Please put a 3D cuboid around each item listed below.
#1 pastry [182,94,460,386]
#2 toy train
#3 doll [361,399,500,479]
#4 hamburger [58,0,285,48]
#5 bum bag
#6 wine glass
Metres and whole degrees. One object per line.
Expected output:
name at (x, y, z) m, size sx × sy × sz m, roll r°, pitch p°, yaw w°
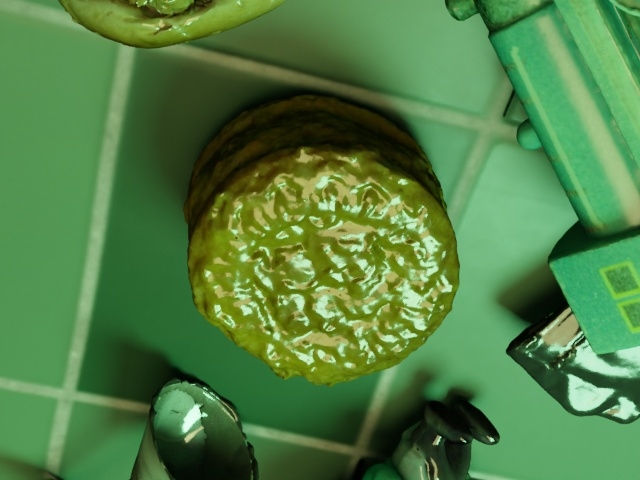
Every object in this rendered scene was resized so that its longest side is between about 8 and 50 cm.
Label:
pastry at (0.000, 0.000, 0.672) m, size 0.189 × 0.103 × 0.188 m, roll 0°, pitch 124°, yaw 0°
toy train at (0.188, -0.082, 0.575) m, size 0.194 × 0.120 × 0.298 m, roll -21°, pitch 102°, yaw 43°
doll at (0.053, 0.261, 0.809) m, size 0.195 × 0.153 × 0.258 m, roll -15°, pitch 131°, yaw -24°
hamburger at (-0.064, -0.174, 0.530) m, size 0.185 × 0.159 × 0.131 m, roll 9°, pitch 120°, yaw 18°
bum bag at (0.253, 0.028, 0.717) m, size 0.123 × 0.060 × 0.248 m, roll 35°, pitch 115°, yaw -19°
wine glass at (-0.154, 0.201, 0.799) m, size 0.183 × 0.122 × 0.122 m, roll -34°, pitch 117°, yaw 22°
